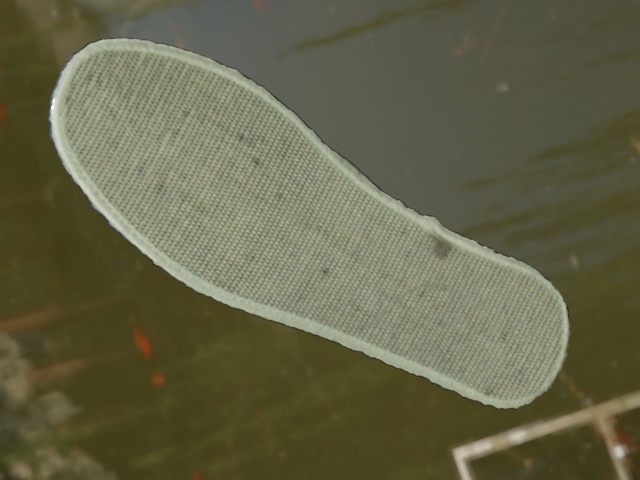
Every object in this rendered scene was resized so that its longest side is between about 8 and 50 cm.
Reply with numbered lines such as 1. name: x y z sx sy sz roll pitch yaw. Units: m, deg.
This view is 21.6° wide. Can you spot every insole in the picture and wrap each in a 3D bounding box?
1. insole: 0.000 0.000 0.632 0.080 0.232 0.003 -63 19 -8
